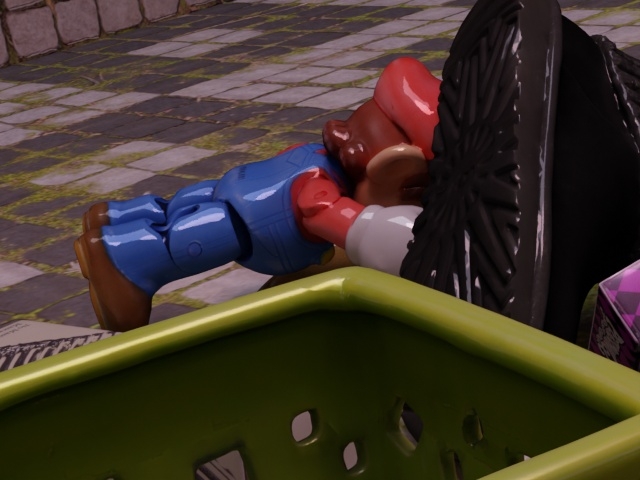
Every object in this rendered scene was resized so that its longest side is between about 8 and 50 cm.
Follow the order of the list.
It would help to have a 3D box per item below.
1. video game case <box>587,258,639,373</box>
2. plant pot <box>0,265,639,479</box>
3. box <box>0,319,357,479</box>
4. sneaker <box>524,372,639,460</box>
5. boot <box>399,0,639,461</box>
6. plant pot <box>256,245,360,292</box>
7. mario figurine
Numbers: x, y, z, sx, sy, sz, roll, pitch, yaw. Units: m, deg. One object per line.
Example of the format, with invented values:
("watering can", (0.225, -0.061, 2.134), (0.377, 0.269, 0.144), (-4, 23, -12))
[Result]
("video game case", (0.241, 0.015, 0.849), (0.232, 0.042, 0.210), (-30, -21, -6))
("plant pot", (-0.010, 0.152, 0.569), (0.228, 0.207, 0.227), (-18, 18, -24))
("box", (-0.107, 0.115, 0.935), (0.275, 0.094, 0.113), (3, 20, 37))
("sneaker", (0.215, 0.140, 0.709), (0.283, 0.110, 0.122), (2, 49, 7))
("boot", (0.198, 0.009, 1.038), (0.260, 0.348, 0.131), (24, -32, -18))
("plant pot", (0.053, 0.037, 1.208), (0.236, 0.032, 0.236), (-9, 18, 3))
("mario figurine", (0.000, 0.000, 1.168), (0.320, 0.170, 0.198), (-19, 53, 6))
